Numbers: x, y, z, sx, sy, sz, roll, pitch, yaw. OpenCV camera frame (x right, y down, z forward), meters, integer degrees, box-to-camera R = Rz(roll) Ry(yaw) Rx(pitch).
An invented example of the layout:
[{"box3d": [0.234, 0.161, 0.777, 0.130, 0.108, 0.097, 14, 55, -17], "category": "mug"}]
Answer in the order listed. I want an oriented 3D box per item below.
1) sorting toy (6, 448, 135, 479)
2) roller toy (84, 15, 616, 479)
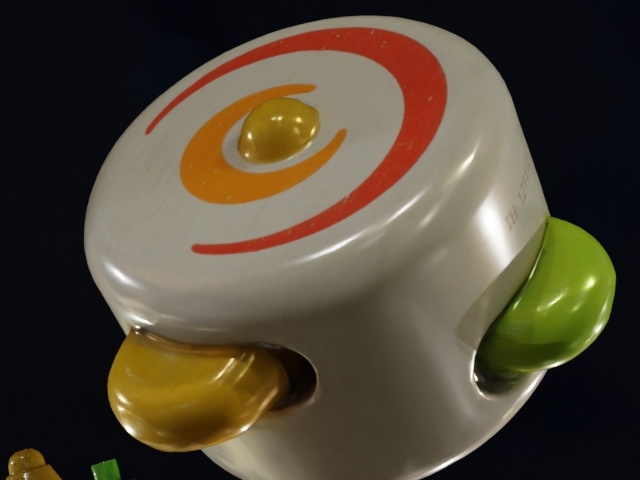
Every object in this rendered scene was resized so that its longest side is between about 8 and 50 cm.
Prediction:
[{"box3d": [-0.161, 0.191, 0.877, 0.127, 0.126, 0.365, -14, -6, -23], "category": "sorting toy"}, {"box3d": [0.000, 0.000, 0.586, 0.209, 0.191, 0.146, -26, -52, -2], "category": "roller toy"}]
